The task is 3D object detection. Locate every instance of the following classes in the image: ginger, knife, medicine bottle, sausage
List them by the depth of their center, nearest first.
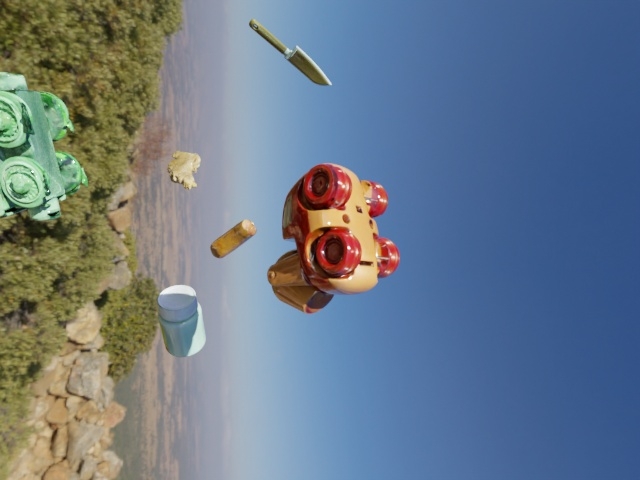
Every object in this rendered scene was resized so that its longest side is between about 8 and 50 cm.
[{"bbox_3d":[-0.469,0.274,1.353,0.139,0.139,0.225,-109,-161,-53],"label":"medicine bottle"},{"bbox_3d":[-0.092,-0.631,1.364,0.061,0.343,0.027,-32,-137,35],"label":"knife"},{"bbox_3d":[-0.590,-0.300,1.721,0.074,0.138,0.213,89,-1,-61],"label":"ginger"},{"bbox_3d":[-0.433,-0.006,1.968,0.271,0.109,0.108,-33,-135,23],"label":"sausage"}]

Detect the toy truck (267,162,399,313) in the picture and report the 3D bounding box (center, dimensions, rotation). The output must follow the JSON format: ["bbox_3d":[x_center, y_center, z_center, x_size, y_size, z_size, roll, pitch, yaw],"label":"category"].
[{"bbox_3d":[0.000,0.000,0.760,0.239,0.189,0.264,-18,-107,36],"label":"toy truck"}]

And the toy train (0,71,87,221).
[{"bbox_3d":[-0.529,-0.150,0.672,0.132,0.188,0.243,-95,-177,-71],"label":"toy train"}]
